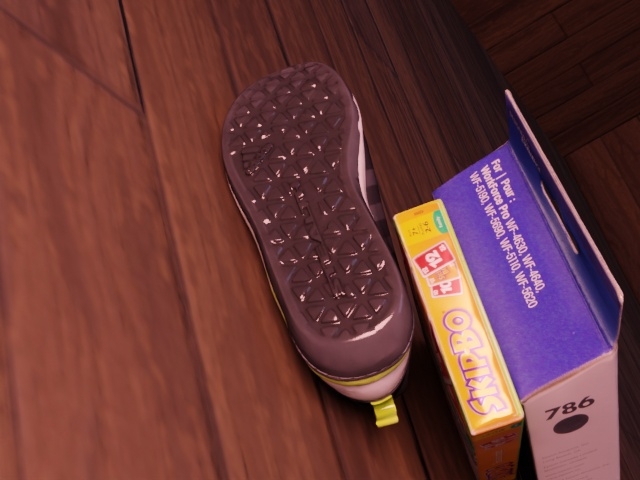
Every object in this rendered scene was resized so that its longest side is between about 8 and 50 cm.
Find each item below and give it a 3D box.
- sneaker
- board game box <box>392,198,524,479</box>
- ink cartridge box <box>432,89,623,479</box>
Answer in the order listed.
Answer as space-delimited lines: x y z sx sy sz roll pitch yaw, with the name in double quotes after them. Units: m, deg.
0.000 0.000 0.593 0.097 0.084 0.235 68 8 -52 "sneaker"
0.089 0.079 0.635 0.259 0.039 0.124 58 13 -67 "board game box"
0.139 0.074 0.674 0.333 0.065 0.165 70 2 -50 "ink cartridge box"
